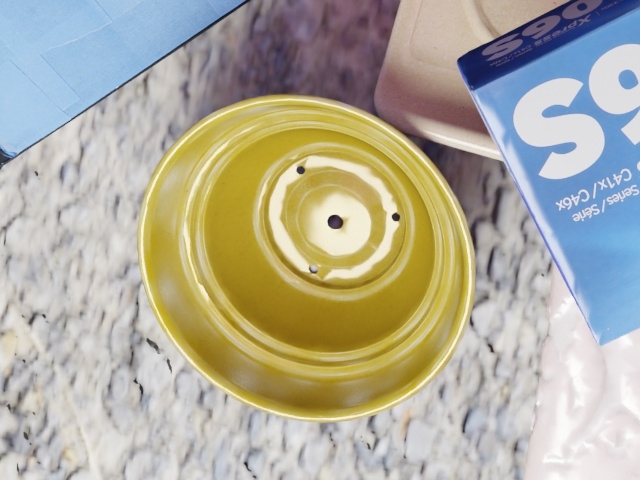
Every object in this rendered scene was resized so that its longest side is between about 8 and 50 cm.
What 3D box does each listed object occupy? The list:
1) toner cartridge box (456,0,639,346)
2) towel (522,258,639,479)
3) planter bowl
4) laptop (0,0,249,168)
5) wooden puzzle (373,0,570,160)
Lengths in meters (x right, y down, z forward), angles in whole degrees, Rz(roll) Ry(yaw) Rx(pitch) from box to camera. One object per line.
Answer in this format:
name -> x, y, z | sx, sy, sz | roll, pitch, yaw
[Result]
toner cartridge box -> 0.264, -0.096, 0.834 | 0.348, 0.075, 0.165 | -27, 109, 8
towel -> 0.298, 0.097, 1.018 | 0.317, 0.053, 0.331 | 7, 97, 7
planter bowl -> 0.000, 0.000, 1.017 | 0.217, 0.090, 0.217 | 6, 112, 14
laptop -> -0.255, -0.118, 0.884 | 0.236, 0.408, 0.382 | -6, 141, 34
wooden puzzle -> 0.230, -0.192, 0.955 | 0.322, 0.080, 0.347 | 17, 90, 11
